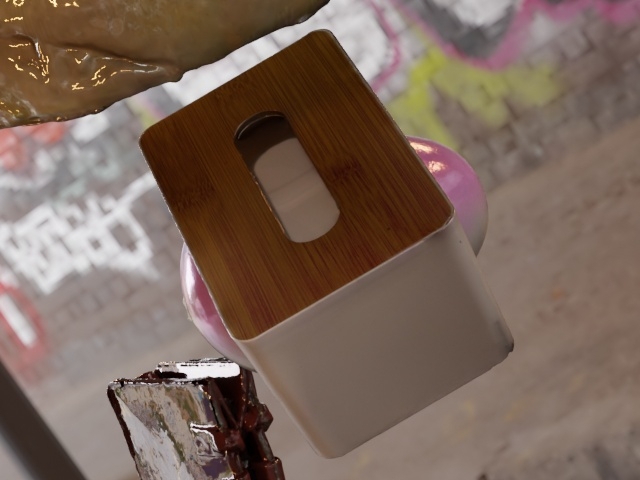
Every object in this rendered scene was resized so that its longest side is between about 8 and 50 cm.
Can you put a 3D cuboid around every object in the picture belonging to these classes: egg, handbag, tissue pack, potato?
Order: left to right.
[{"bbox_3d":[-0.151,-0.215,1.050,0.211,0.264,0.189,-27,17,-20],"label":"potato"},{"bbox_3d":[-0.114,0.250,1.922,0.084,0.260,0.275,-18,6,-27],"label":"handbag"},{"bbox_3d":[0.001,-0.001,1.236,0.159,0.136,0.246,-31,42,-1],"label":"tissue pack"},{"bbox_3d":[0.012,0.007,1.572,0.271,0.196,0.196,-24,4,-19],"label":"egg"}]
